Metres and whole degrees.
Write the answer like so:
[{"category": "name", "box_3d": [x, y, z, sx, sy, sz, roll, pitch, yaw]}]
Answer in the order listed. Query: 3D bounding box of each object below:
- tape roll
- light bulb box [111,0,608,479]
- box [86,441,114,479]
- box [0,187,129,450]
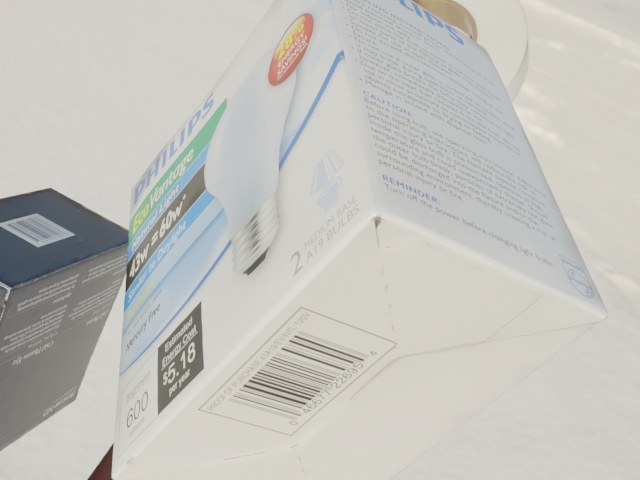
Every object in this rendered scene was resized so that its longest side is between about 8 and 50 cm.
[{"category": "tape roll", "box_3d": [0.189, -0.347, 1.581, 0.392, 0.392, 0.072, 38, -11, 30]}, {"category": "light bulb box", "box_3d": [0.000, 0.000, 0.772, 0.225, 0.358, 0.361, 24, 36, -29]}, {"category": "box", "box_3d": [-0.164, 0.342, 0.879, 0.168, 0.167, 0.203, 43, -17, -31]}, {"category": "box", "box_3d": [-0.452, 0.119, 1.203, 0.179, 0.312, 0.343, 27, 16, 9]}]
